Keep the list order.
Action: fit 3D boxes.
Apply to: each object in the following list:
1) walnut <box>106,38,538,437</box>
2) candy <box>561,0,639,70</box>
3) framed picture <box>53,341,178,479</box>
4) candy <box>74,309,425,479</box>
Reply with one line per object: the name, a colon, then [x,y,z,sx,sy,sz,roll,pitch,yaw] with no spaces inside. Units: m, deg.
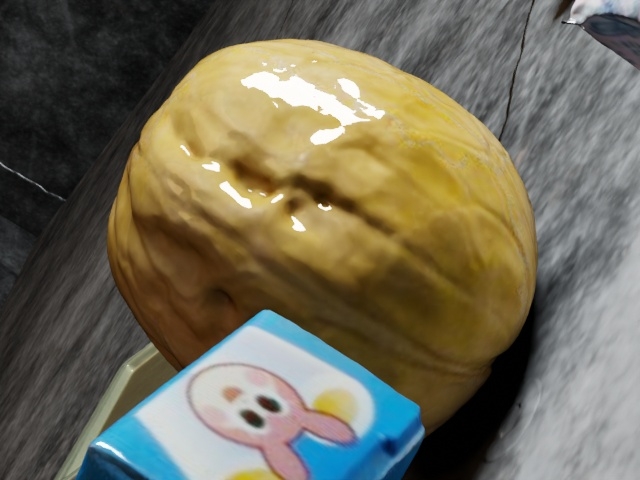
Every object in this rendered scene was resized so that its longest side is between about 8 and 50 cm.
walnut: [0.000,0.000,0.953,0.195,0.221,0.195,-52,-16,-21]
candy: [0.178,-0.099,0.745,0.092,0.073,0.160,-60,32,-1]
framed picture: [-0.036,0.039,1.206,0.315,0.024,0.232,-39,10,16]
candy: [-0.078,0.193,0.829,0.157,0.100,0.306,-35,-24,-57]
